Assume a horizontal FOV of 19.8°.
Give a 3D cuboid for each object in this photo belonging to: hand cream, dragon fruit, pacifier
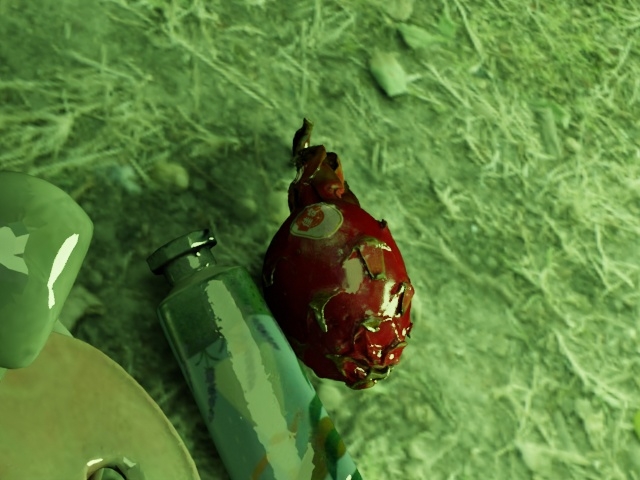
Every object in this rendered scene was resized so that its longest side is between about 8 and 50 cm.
[{"bbox_3d":[-0.021,0.120,1.047,0.091,0.058,0.271,-21,80,-33],"label":"hand cream"},{"bbox_3d":[0.000,0.000,1.109,0.094,0.094,0.190,3,53,-28],"label":"dragon fruit"},{"bbox_3d":[-0.191,0.088,0.869,0.332,0.273,0.220,24,74,-16],"label":"pacifier"}]
